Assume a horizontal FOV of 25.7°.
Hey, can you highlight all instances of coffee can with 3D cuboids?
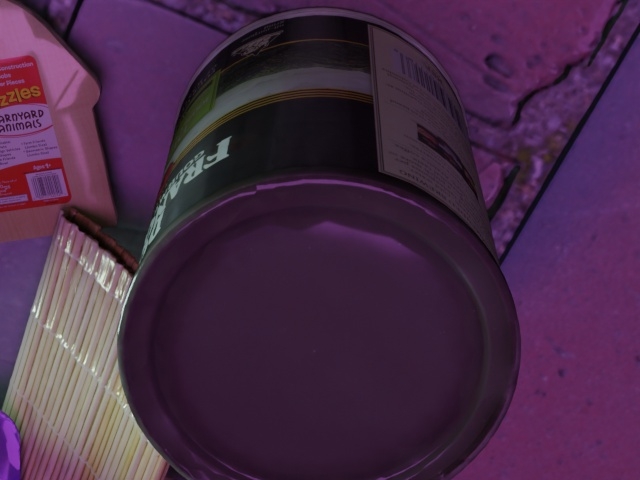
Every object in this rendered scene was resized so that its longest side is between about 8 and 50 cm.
[{"bbox_3d":[0.000,0.000,0.819,0.202,0.275,0.201,0,116,0],"label":"coffee can"}]

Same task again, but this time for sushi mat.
[{"bbox_3d":[-0.169,0.143,0.970,0.151,0.019,0.316,41,125,27],"label":"sushi mat"}]

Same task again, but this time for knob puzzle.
[{"bbox_3d":[-0.235,-0.089,0.913,0.213,0.030,0.213,0,117,1],"label":"knob puzzle"}]

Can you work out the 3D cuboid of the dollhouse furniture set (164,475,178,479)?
[{"bbox_3d":[-0.108,0.305,0.998,0.135,0.262,0.259,21,76,-20],"label":"dollhouse furniture set"}]

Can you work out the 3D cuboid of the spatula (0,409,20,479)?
[{"bbox_3d":[-0.262,0.250,1.035,0.084,0.030,0.296,-3,120,-15],"label":"spatula"}]
